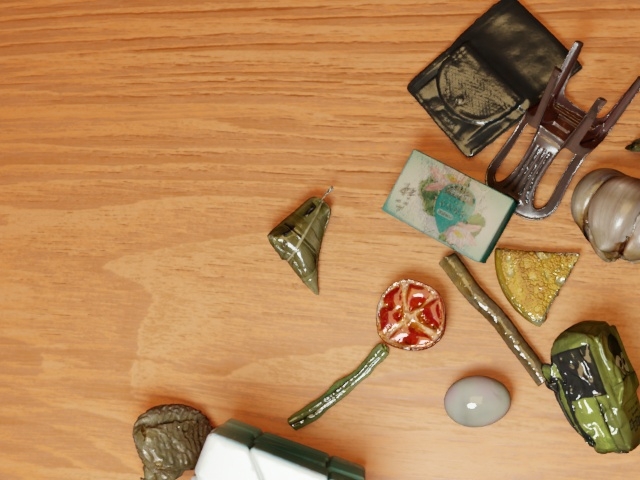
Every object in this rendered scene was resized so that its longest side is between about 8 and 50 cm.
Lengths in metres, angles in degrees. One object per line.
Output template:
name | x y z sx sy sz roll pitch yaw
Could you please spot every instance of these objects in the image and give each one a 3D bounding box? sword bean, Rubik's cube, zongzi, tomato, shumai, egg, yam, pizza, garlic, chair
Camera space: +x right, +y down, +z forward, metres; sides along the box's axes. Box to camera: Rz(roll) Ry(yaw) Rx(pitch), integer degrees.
sword bean | 0.043 0.315 1.771 0.269 0.038 0.043 -41 98 3
Rubik's cube | -0.104 0.552 1.583 0.322 0.316 0.319 19 84 5
zongzi | 0.000 0.000 1.842 0.189 0.081 0.178 -41 94 -12
tomato | 0.195 0.159 1.748 0.155 0.069 0.155 -3 80 15
shumai | -0.332 0.454 1.766 0.175 0.206 0.166 -48 58 24
egg | 0.317 0.324 1.666 0.135 0.103 0.103 -10 76 10
yam | 0.363 0.161 1.721 0.045 0.045 0.327 -45 71 25
pizza | 0.454 0.064 1.723 0.176 0.036 0.185 -38 71 2
garlic | 0.605 -0.057 1.648 0.214 0.160 0.191 33 83 15
chair | 0.500 -0.220 1.732 0.175 0.183 0.326 39 134 17

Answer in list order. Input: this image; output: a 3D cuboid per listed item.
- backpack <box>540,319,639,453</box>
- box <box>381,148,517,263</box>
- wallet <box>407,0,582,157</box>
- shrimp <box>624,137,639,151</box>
backpack | 0.526 0.284 1.577 0.140 0.207 0.253 -23 82 31
box | 0.274 -0.072 1.755 0.245 0.092 0.153 29 97 17
wallet | 0.376 -0.367 1.832 0.323 0.041 0.247 -39 74 1
shrimp | 0.731 -0.167 1.684 0.195 0.148 0.035 -7 43 53
